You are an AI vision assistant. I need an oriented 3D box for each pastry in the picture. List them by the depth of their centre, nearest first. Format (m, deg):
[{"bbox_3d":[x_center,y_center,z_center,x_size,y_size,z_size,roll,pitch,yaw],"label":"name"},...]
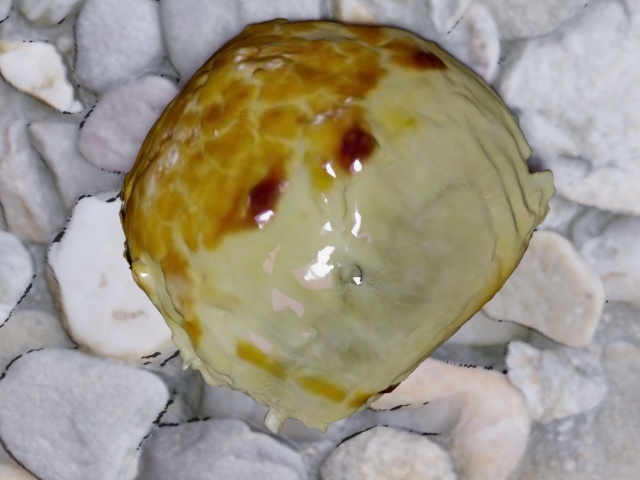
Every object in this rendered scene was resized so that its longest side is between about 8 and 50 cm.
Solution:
[{"bbox_3d":[0.000,-0.009,0.872,0.237,0.170,0.256,43,107,-12],"label":"pastry"}]
